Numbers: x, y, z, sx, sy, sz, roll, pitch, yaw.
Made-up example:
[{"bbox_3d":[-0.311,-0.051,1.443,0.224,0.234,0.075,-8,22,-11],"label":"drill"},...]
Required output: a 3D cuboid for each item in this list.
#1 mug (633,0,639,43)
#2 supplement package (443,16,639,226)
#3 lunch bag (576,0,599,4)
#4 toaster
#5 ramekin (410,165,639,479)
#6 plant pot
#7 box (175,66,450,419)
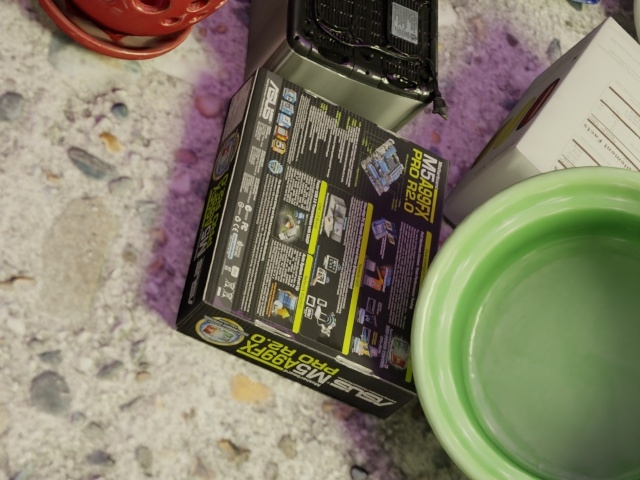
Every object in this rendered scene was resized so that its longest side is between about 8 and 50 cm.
[{"bbox_3d":[0.535,-0.310,1.894,0.328,0.374,0.276,-8,33,-28],"label":"mug"},{"bbox_3d":[0.250,-0.085,1.711,0.134,0.139,0.244,43,48,-5],"label":"supplement package"},{"bbox_3d":[0.178,-0.388,1.879,0.293,0.138,0.221,-2,65,-20],"label":"lunch bag"},{"bbox_3d":[0.026,-0.191,1.649,0.168,0.110,0.186,18,54,-23],"label":"toaster"},{"bbox_3d":[0.237,0.098,1.496,0.303,0.148,0.303,-2,80,10],"label":"ramekin"},{"bbox_3d":[-0.156,-0.270,1.535,0.191,0.174,0.191,16,56,-24],"label":"plant pot"},{"bbox_3d":[0.000,0.000,1.550,0.216,0.060,0.270,25,52,-20],"label":"box"}]
